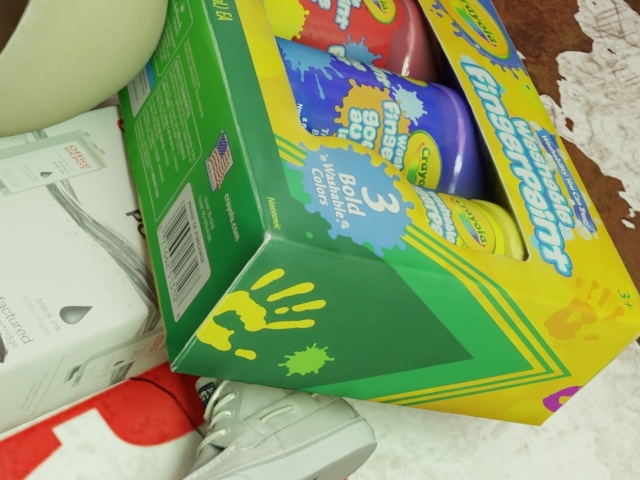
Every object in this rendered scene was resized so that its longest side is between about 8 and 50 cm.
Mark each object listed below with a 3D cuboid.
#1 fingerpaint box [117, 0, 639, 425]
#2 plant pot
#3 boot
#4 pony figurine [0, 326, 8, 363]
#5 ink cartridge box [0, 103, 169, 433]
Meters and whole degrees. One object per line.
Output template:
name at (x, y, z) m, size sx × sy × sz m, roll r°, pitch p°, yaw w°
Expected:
fingerpaint box at (0.031, -0.084, 1.109) m, size 0.371 × 0.163 × 0.445 m, roll 13°, pitch 42°, yaw -31°
plant pot at (-0.233, -0.202, 1.006) m, size 0.191 × 0.284 × 0.284 m, roll 15°, pitch 42°, yaw -52°
boot at (-0.073, 0.167, 1.039) m, size 0.123 × 0.095 × 0.258 m, roll 48°, pitch 33°, yaw 21°
pony figurine at (-0.336, 0.034, 0.565) m, size 0.351 × 0.303 × 0.363 m, roll 45°, pitch 52°, yaw 5°
ink cartridge box at (-0.223, 0.016, 1.035) m, size 0.283 × 0.117 × 0.207 m, roll -22°, pitch 66°, yaw -44°
